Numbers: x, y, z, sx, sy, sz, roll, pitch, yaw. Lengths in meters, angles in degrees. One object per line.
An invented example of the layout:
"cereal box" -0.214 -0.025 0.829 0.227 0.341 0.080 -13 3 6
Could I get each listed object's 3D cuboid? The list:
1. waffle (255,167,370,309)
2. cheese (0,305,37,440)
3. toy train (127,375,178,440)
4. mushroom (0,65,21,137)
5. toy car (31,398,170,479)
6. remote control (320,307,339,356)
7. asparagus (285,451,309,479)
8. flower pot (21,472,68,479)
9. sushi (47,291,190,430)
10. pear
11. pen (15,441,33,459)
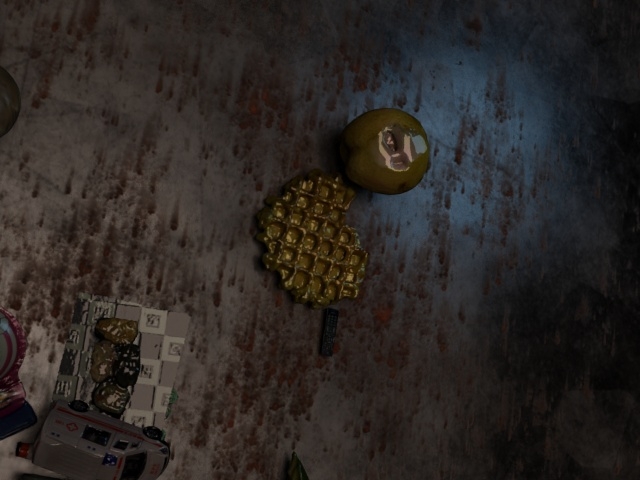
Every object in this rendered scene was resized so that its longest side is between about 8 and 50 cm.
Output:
"waffle" 0.000 0.000 1.730 0.249 0.056 0.253 -41 100 -26
"cheese" -0.523 0.197 1.418 0.155 0.062 0.244 -24 105 -12
"toy train" -0.291 0.304 1.543 0.071 0.038 0.147 21 74 -21
"mushroom" -0.565 -0.163 1.384 0.244 0.243 0.243 4 80 -27
"toy car" -0.344 0.333 1.439 0.210 0.108 0.089 22 108 -6
"remote control" 0.015 0.174 1.733 0.034 0.016 0.091 19 74 -40
"asparagus" -0.001 0.548 1.633 0.085 0.082 0.343 -24 93 -24
"flower pot" -0.375 0.439 1.442 0.229 0.103 0.108 18 74 -23
"sushi" -0.329 0.203 1.504 0.192 0.050 0.215 13 76 -10
"pear" 0.120 -0.171 1.754 0.178 0.178 0.178 4 80 -27
"pen" -0.388 0.365 1.491 0.218 0.026 0.026 20 74 -24
